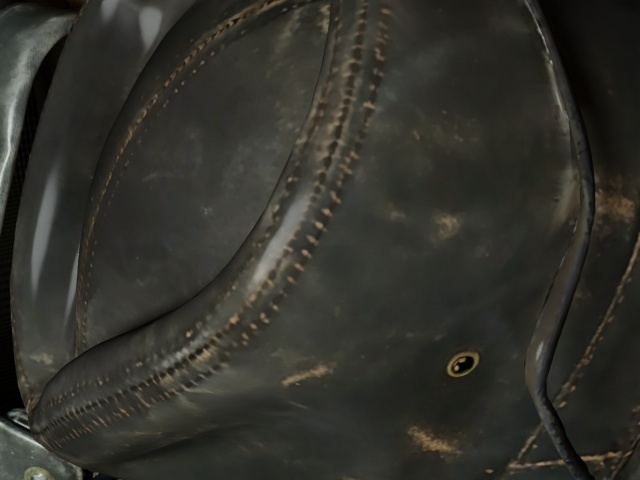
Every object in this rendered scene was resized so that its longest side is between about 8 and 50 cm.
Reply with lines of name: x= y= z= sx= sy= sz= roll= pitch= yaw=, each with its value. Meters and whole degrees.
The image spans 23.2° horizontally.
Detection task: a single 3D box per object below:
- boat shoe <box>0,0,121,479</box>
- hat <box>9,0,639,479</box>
boat shoe: x=-0.117 y=0.067 z=0.621 sx=0.119 sy=0.121 sz=0.335 roll=9 pitch=115 yaw=42
hat: x=0.000 y=0.000 z=0.401 sx=0.331 sy=0.134 sz=0.331 roll=-7 pitch=81 yaw=58
